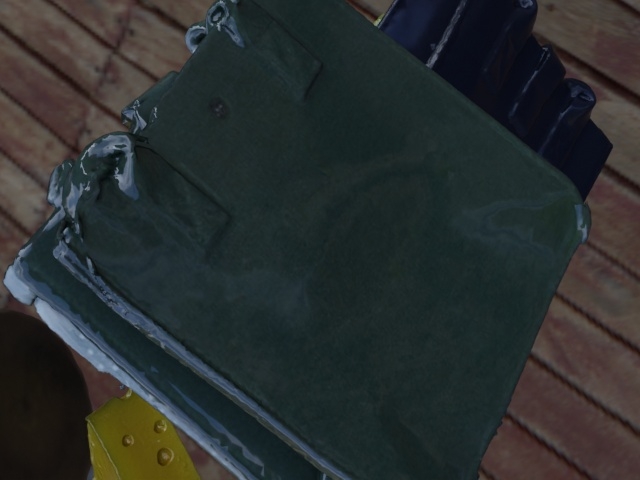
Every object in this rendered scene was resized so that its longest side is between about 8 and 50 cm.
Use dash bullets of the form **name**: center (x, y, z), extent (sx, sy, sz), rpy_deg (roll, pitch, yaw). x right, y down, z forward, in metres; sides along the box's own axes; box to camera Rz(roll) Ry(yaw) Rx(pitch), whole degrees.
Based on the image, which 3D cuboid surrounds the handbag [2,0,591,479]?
- **handbag**: center (0.002, 0.000, 0.697), extent (0.260, 0.247, 0.079), rpy_deg (42, 144, -15)

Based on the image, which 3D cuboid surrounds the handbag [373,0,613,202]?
- **handbag**: center (0.117, -0.059, 1.227), extent (0.122, 0.303, 0.329), rpy_deg (22, 77, 42)

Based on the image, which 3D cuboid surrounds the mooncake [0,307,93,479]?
- **mooncake**: center (-0.422, 0.232, 1.680), extent (0.161, 0.290, 0.290), rpy_deg (-19, 85, 24)

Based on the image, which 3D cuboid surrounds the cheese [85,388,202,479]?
- **cheese**: center (-0.214, 0.245, 1.542), extent (0.126, 0.093, 0.171), rpy_deg (20, 134, 46)
